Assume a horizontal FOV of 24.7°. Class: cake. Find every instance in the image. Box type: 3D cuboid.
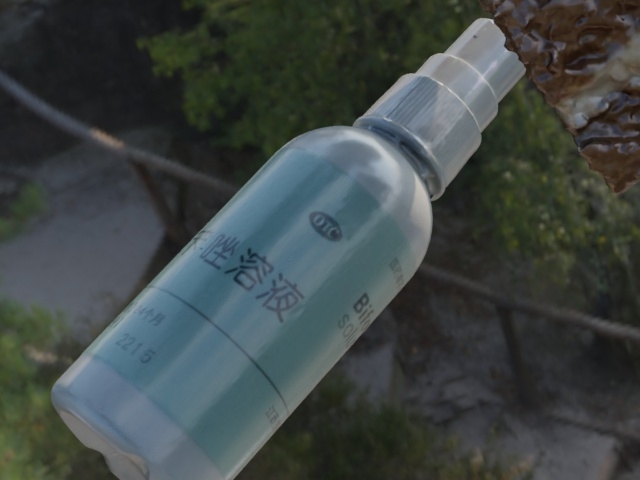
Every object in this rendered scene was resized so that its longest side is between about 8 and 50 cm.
[{"bbox_3d":[0.146,-0.127,0.694,0.135,0.147,0.134,-33,27,11],"label":"cake"}]

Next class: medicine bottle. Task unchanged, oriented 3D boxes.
[{"bbox_3d":[0.000,0.000,0.857,0.352,0.110,0.110,-47,41,-18],"label":"medicine bottle"}]
